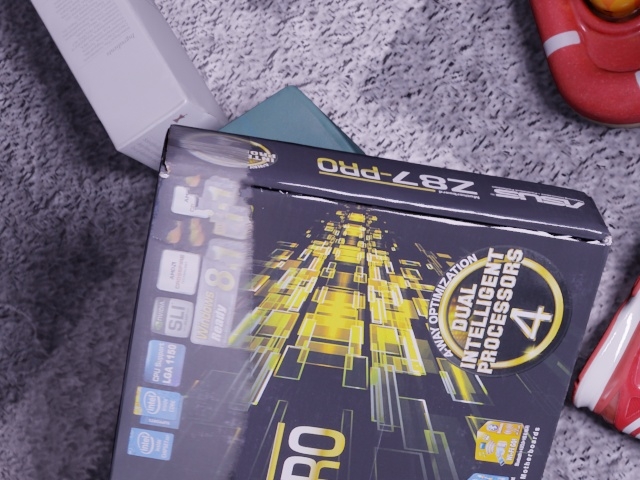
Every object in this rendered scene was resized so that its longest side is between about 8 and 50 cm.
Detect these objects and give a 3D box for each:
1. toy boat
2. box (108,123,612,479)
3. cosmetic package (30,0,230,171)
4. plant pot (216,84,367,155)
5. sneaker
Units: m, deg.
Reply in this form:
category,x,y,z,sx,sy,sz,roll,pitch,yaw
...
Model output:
category,x,y,z,sx,sy,sz,roll,pitch,yaw
toy boat,0.241,-0.209,1.221,0.151,0.151,0.231,-18,74,15
box,0.010,0.130,1.113,0.318,0.097,0.395,11,113,-6
cosmetic package,-0.184,-0.179,1.379,0.085,0.117,0.231,-34,70,10
plant pot,0.000,0.000,1.261,0.166,0.165,0.234,-31,66,11
sneaker,0.307,0.067,1.194,0.128,0.087,0.221,32,103,13
